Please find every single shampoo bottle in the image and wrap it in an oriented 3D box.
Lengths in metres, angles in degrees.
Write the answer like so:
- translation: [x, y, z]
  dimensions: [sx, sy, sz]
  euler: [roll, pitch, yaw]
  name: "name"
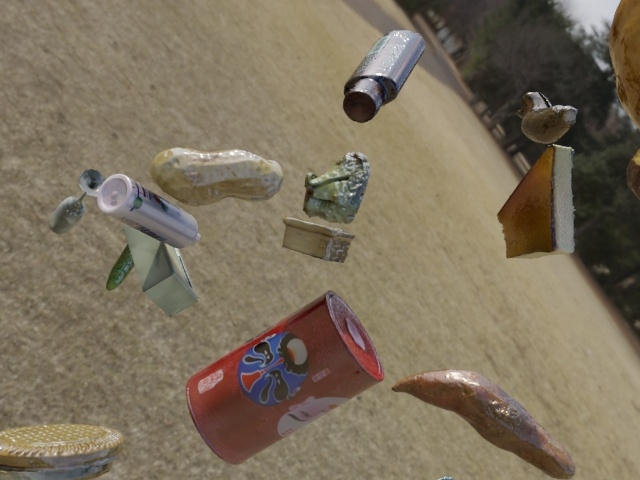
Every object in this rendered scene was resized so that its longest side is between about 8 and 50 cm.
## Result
- translation: [-0.362, -0.051, 1.654]
  dimensions: [0.303, 0.092, 0.092]
  euler: [36, 27, -58]
  name: "shampoo bottle"
- translation: [0.133, -0.361, 1.618]
  dimensions: [0.323, 0.129, 0.084]
  euler: [-62, 143, -49]
  name: "shampoo bottle"

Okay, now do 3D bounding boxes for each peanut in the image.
- translation: [-0.225, -0.140, 1.627]
  dimensions: [0.130, 0.290, 0.130]
  euler: [178, -90, -79]
  name: "peanut"

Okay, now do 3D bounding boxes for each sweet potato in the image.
- translation: [0.311, 0.314, 1.372]
  dimensions: [0.354, 0.106, 0.095]
  euler: [26, -22, 19]
  name: "sweet potato"
- translation: [0.494, -0.272, 1.644]
  dimensions: [0.286, 0.085, 0.112]
  euler: [-70, 161, -78]
  name: "sweet potato"

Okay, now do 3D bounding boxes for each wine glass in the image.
- translation: [-0.588, -0.082, 1.777]
  dimensions: [0.074, 0.262, 0.074]
  euler: [18, 58, -31]
  name: "wine glass"

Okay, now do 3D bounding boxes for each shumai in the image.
- translation: [0.031, -0.131, 1.749]
  dimensions: [0.142, 0.184, 0.184]
  euler: [16, 28, -5]
  name: "shumai"

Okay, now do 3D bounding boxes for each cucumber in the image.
- translation: [-0.520, 0.034, 2.060]
  dimensions: [0.056, 0.250, 0.056]
  euler: [36, 5, -4]
  name: "cucumber"

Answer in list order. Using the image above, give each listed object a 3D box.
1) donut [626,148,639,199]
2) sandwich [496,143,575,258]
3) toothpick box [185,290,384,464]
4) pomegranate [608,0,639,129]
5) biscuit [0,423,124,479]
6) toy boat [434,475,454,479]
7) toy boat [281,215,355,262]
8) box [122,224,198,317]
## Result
- translation: [0.836, -0.161, 1.804]
  dimensions: [0.166, 0.184, 0.073]
  euler: [28, 37, -7]
  name: "donut"
- translation: [0.391, -0.064, 1.363]
  dimensions: [0.058, 0.162, 0.193]
  euler: [7, 80, -24]
  name: "sandwich"
- translation: [-0.069, 0.267, 1.442]
  dimensions: [0.204, 0.333, 0.204]
  euler: [53, 12, -17]
  name: "toothpick box"
- translation: [0.682, -0.314, 1.182]
  dimensions: [0.410, 0.410, 0.410]
  euler: [48, 21, -25]
  name: "pomegranate"
- translation: [-0.482, 0.379, 1.314]
  dimensions: [0.259, 0.259, 0.079]
  euler: [8, 82, -65]
  name: "biscuit"
- translation: [0.172, 0.448, 1.233]
  dimensions: [0.059, 0.140, 0.066]
  euler: [56, -7, 1]
  name: "toy boat"
- translation: [0.000, 0.000, 1.412]
  dimensions: [0.116, 0.061, 0.188]
  euler: [15, 2, 18]
  name: "toy boat"
- translation: [-0.383, 0.053, 1.782]
  dimensions: [0.225, 0.086, 0.129]
  euler: [60, 1, 39]
  name: "box"
